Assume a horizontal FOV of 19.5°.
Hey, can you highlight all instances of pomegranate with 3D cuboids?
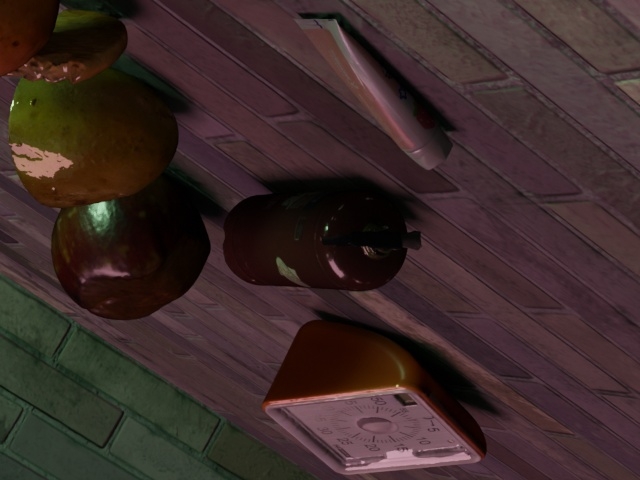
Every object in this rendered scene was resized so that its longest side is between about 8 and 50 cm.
[{"bbox_3d":[-0.352,-0.244,1.840,0.191,0.191,0.191,27,165,8],"label":"pomegranate"}]

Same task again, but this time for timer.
[{"bbox_3d":[0.093,0.239,2.705,0.250,0.161,0.257,6,154,36],"label":"timer"}]

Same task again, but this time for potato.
[{"bbox_3d":[-0.243,-0.122,2.130,0.158,0.178,0.203,4,141,23],"label":"potato"}]

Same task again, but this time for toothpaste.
[{"bbox_3d":[0.052,-0.142,1.744,0.194,0.043,0.067,45,161,-31],"label":"toothpaste"}]

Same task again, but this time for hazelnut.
[{"bbox_3d":[-0.249,-0.010,2.471,0.218,0.218,0.234,30,146,-3],"label":"hazelnut"}]

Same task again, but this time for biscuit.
[{"bbox_3d":[-0.287,-0.207,1.962,0.224,0.144,0.033,12,121,35],"label":"biscuit"}]

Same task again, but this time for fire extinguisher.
[{"bbox_3d":[0.000,0.000,2.133,0.135,0.114,0.337,-1,-179,-30],"label":"fire extinguisher"}]
